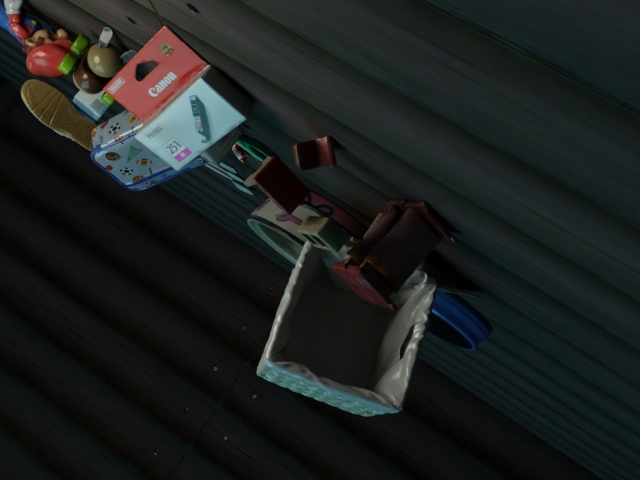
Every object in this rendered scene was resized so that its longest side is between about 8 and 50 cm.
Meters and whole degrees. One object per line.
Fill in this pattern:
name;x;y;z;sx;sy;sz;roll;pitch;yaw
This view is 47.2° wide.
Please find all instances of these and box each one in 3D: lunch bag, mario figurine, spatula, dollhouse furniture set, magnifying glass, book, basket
lunch bag;-0.446;-0.256;1.985;0.243;0.303;0.115;51;-155;-52
mario figurine;-0.790;-0.590;2.066;0.320;0.170;0.198;43;-150;18
spatula;-0.333;-0.235;2.418;0.242;0.019;0.168;29;170;32
dollhouse furniture set;0.061;-0.058;1.442;0.374;0.201;0.152;45;168;-19
magnifying glass;-0.203;-0.254;1.862;0.231;0.026;0.092;34;170;12
book;0.278;0.086;1.863;0.096;0.035;0.144;34;171;-18
basket;0.055;0.211;1.719;0.331;0.328;0.266;21;160;-4

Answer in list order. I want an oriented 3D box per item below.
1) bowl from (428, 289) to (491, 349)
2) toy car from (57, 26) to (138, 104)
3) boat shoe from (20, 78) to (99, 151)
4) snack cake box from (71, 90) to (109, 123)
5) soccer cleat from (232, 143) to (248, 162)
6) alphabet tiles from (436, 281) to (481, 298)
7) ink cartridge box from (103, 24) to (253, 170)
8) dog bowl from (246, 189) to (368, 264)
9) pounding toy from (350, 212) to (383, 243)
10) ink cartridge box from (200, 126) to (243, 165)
bowl;0.307;0.189;2.130;0.391;0.077;0.391;34;171;7
toy car;-0.528;-0.455;1.812;0.155;0.149;0.188;36;142;-26
boat shoe;-0.734;-0.347;2.084;0.277;0.098;0.096;42;167;-30
snack cake box;-0.632;-0.425;2.105;0.089;0.152;0.264;39;170;-19
soccer cleat;-0.221;-0.241;1.985;0.035;0.029;0.083;40;171;28
alphabet tiles;0.253;0.101;1.819;0.237;0.009;0.198;18;177;-12
ink cartridge box;-0.316;-0.292;1.565;0.239;0.060;0.275;39;137;-25
dog bowl;0.000;0.000;2.039;0.408;0.150;0.408;33;170;6
pounding toy;0.147;0.006;1.709;0.130;0.100;0.141;33;171;6
ink cartridge box;-0.267;-0.274;1.731;0.062;0.109;0.209;31;169;22
